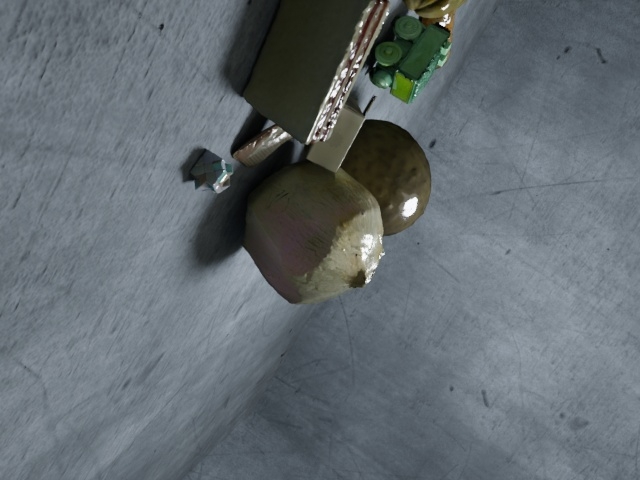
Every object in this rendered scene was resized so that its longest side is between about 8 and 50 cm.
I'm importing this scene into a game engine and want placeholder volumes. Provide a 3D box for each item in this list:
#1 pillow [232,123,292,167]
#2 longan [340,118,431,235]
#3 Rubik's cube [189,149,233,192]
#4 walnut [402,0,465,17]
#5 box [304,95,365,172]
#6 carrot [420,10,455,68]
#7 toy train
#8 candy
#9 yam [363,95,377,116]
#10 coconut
[{"bbox_3d":[-0.102,-0.239,1.341,0.211,0.034,0.135,-33,166,5],"label":"pillow"},{"bbox_3d":[0.168,-0.195,1.899,0.391,0.391,0.391,-54,169,-16],"label":"longan"},{"bbox_3d":[-0.219,-0.132,1.195,0.084,0.073,0.075,-60,168,6],"label":"Rubik's cube"},{"bbox_3d":[0.305,-0.707,1.471,0.283,0.227,0.283,-44,-147,39],"label":"walnut"},{"bbox_3d":[0.034,-0.301,1.560,0.168,0.095,0.212,-59,-165,20],"label":"box"},{"bbox_3d":[0.410,-0.748,2.063,0.139,0.138,0.302,-51,160,-29],"label":"carrot"},{"bbox_3d":[0.273,-0.566,1.812,0.272,0.188,0.159,-55,171,-18],"label":"toy train"},{"bbox_3d":[-0.010,-0.372,1.153,0.321,0.179,0.135,-63,166,25],"label":"candy"},{"bbox_3d":[0.170,-0.473,2.084,0.107,0.014,0.014,-58,169,9],"label":"yam"},{"bbox_3d":[0.000,0.000,1.609,0.405,0.404,0.404,-54,169,-16],"label":"coconut"}]
